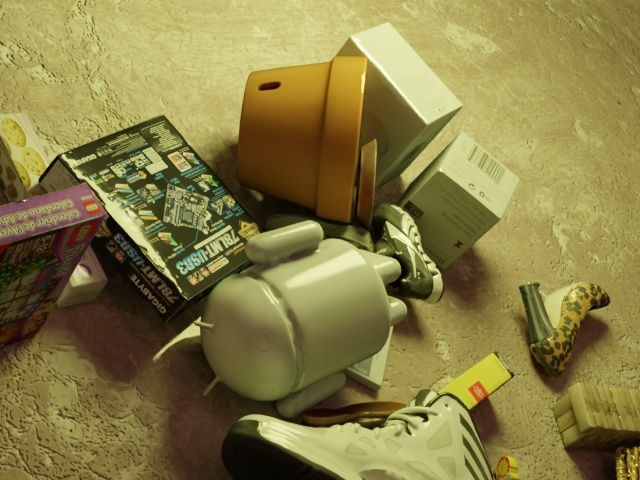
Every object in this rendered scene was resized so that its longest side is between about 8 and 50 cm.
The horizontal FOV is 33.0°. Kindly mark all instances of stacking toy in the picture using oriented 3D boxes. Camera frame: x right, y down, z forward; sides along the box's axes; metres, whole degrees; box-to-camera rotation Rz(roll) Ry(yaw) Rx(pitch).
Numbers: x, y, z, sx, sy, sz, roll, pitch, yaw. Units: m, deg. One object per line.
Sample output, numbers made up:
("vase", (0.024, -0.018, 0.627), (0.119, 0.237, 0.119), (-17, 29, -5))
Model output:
("stacking toy", (0.252, 0.436, 1.733), (0.167, 0.052, 0.221), (18, 48, -24))

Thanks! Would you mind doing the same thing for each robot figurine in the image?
("robot figurine", (-0.035, 0.121, 1.653), (0.354, 0.200, 0.299), (-20, 107, -32))

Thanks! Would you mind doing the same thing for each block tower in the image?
("block tower", (0.586, 0.342, 2.025), (0.336, 0.097, 0.090), (13, 50, -30))

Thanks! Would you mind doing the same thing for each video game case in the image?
("video game case", (0.031, 0.139, 1.838), (0.201, 0.023, 0.183), (29, 44, -13))

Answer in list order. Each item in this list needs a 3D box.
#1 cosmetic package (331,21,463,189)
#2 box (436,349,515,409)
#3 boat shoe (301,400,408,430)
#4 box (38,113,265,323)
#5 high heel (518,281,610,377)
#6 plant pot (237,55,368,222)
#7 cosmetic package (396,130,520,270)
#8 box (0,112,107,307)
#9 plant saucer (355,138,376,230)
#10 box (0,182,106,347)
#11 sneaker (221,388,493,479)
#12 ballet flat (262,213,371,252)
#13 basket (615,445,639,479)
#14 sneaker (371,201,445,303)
("cosmetic package", (0.108, -0.253, 2.069), (0.224, 0.224, 0.138), (49, 43, 8))
("box", (0.232, 0.269, 1.832), (0.232, 0.087, 0.058), (-24, 72, -46))
("boat shoe", (0.054, 0.297, 1.700), (0.207, 0.073, 0.073), (-2, 95, -33))
("box", (-0.247, -0.044, 1.702), (0.293, 0.073, 0.295), (49, 31, 2))
("high heel", (0.498, 0.178, 2.115), (0.261, 0.093, 0.186), (4, 66, -37))
("plant pot", (-0.032, -0.184, 1.880), (0.204, 0.290, 0.290), (6, 48, 1))
("cosmetic package", (0.252, -0.074, 2.056), (0.151, 0.183, 0.151), (38, 42, -3))
("box", (-0.423, -0.051, 1.635), (0.067, 0.063, 0.324), (-11, 63, -42))
("plant saucer", (0.081, -0.101, 1.965), (0.029, 0.168, 0.168), (3, 49, -1))
("box", (-0.415, 0.055, 1.382), (0.201, 0.293, 0.057), (-21, 68, -44))
("sneaker", (0.071, 0.315, 1.606), (0.448, 0.169, 0.257), (30, 47, -17))
("ballet flat", (0.000, 0.000, 1.897), (0.213, 0.072, 0.068), (8, 57, -32))
("basket", (0.651, 0.522, 1.900), (0.299, 0.223, 0.213), (-85, 158, -45))
("sneaker", (0.132, 0.016, 1.952), (0.106, 0.078, 0.234), (1, 47, -35))
